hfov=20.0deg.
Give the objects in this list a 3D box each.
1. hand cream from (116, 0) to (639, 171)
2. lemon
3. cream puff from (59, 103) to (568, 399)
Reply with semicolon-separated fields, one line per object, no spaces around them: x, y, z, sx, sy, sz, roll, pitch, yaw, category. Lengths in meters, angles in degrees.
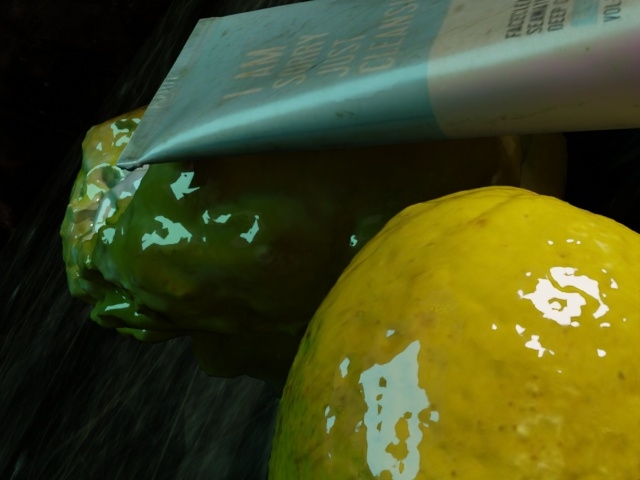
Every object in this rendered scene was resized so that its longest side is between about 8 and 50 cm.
0.061;-0.082;0.785;0.312;0.070;0.111;-2;44;25;hand cream
0.063;0.080;0.638;0.170;0.170;0.207;-30;39;63;lemon
-0.002;0.001;0.951;0.282;0.185;0.282;-15;16;4;cream puff
